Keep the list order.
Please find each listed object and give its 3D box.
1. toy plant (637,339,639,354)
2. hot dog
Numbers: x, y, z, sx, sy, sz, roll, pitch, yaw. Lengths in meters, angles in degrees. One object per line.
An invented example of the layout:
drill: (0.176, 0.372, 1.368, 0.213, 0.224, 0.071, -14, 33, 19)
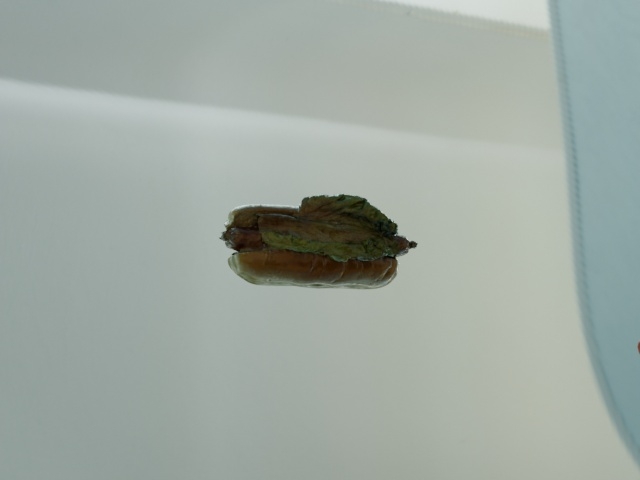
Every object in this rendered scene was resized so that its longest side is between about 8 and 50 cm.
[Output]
toy plant: (0.476, 0.157, 1.127, 0.279, 0.400, 0.185, -9, -136, 15)
hot dog: (0.000, 0.000, 0.677, 0.133, 0.041, 0.056, 4, -122, -28)
